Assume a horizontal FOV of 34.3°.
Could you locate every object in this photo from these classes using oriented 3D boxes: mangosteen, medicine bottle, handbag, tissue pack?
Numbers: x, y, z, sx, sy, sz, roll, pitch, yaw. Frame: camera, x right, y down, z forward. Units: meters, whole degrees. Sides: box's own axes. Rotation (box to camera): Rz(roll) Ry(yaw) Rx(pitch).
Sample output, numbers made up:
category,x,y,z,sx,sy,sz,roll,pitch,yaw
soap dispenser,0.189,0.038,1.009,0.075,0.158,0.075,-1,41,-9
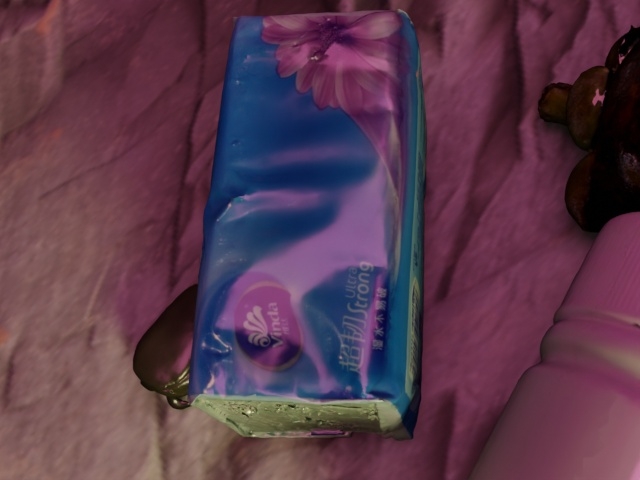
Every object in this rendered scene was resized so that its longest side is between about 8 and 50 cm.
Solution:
category,x,y,z,sx,sy,sz,roll,pitch,yaw
mangosteen,0.260,-0.072,0.740,0.184,0.172,0.172,-32,65,35
medicine bottle,0.197,0.165,0.640,0.202,0.202,0.316,27,79,17
handbag,-0.096,0.074,0.802,0.072,0.047,0.111,31,80,23
tissue pack,0.000,0.000,0.730,0.146,0.198,0.263,0,73,9
